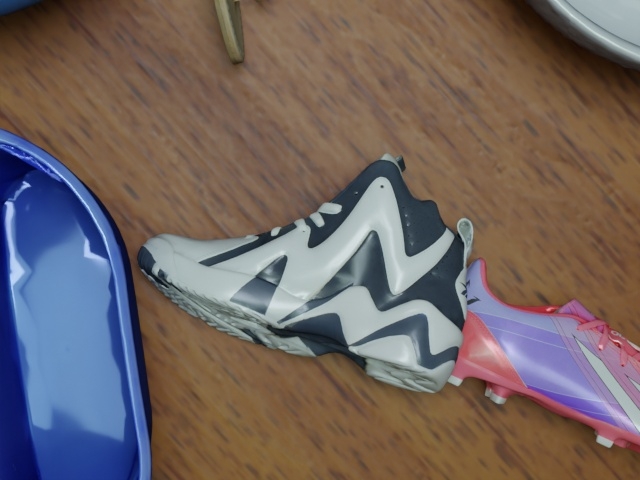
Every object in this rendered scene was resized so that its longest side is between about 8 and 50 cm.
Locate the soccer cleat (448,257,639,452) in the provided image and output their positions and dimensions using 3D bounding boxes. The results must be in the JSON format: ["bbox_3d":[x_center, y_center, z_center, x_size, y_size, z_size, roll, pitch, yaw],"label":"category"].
[{"bbox_3d":[0.202,0.095,0.829,0.248,0.083,0.095,20,91,0],"label":"soccer cleat"}]

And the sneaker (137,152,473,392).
[{"bbox_3d":[0.000,0.000,0.816,0.235,0.094,0.153,15,70,19],"label":"sneaker"}]

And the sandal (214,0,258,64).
[{"bbox_3d":[-0.043,-0.248,0.799,0.079,0.088,0.240,-9,88,4],"label":"sandal"}]

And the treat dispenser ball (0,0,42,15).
[{"bbox_3d":[-0.236,-0.276,0.689,0.288,0.288,0.288,0,93,-2],"label":"treat dispenser ball"}]

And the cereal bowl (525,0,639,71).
[{"bbox_3d":[0.253,-0.272,0.782,0.339,0.141,0.339,0,92,-3],"label":"cereal bowl"}]

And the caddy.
[{"bbox_3d":[-0.235,0.090,0.761,0.241,0.179,0.341,-8,93,-1],"label":"caddy"}]
